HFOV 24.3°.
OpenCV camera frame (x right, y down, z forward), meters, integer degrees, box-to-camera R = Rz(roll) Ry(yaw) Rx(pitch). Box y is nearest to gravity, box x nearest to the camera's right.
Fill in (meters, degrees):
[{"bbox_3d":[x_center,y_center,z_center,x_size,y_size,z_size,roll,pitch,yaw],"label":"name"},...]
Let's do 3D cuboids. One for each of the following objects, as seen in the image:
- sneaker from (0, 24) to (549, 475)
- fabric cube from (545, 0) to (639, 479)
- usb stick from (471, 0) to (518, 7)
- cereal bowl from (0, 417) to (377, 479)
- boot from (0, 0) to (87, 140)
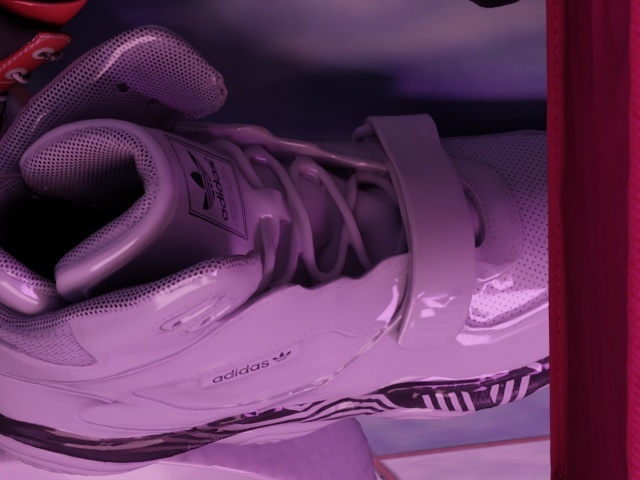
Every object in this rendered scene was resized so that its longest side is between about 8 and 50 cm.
[{"bbox_3d":[0.000,0.000,0.665,0.366,0.137,0.210,-14,156,-2],"label":"sneaker"},{"bbox_3d":[0.205,0.005,0.443,0.258,0.254,0.259,-1,-165,4],"label":"fabric cube"},{"bbox_3d":[-0.017,-0.152,0.532,0.278,0.045,0.077,18,154,-31],"label":"usb stick"},{"bbox_3d":[-0.129,0.136,0.977,0.339,0.141,0.339,-1,152,0],"label":"cereal bowl"},{"bbox_3d":[-0.152,-0.057,0.674,0.176,0.088,0.244,-13,146,20],"label":"boot"}]
